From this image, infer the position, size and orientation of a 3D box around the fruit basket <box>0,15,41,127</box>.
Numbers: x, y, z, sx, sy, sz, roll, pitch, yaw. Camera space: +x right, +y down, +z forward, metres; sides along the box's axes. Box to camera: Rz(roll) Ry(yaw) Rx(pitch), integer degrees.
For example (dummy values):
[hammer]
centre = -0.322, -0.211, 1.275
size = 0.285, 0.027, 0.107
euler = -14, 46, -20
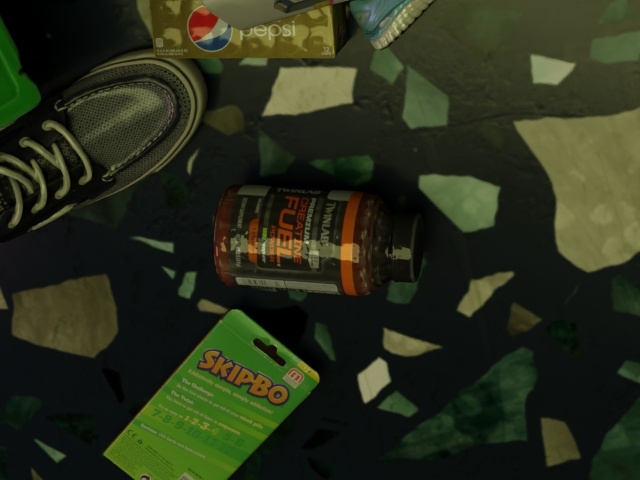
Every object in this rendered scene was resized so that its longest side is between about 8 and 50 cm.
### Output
[fruit basket]
centre = -0.488, -0.130, 1.353
size = 0.392, 0.392, 0.283
euler = -13, 118, 19

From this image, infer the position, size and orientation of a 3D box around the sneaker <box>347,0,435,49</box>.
[sneaker]
centre = 0.084, -0.249, 1.278
size = 0.073, 0.063, 0.162
euler = 44, 116, -3

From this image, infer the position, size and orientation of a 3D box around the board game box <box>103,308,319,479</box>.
[board game box]
centre = -0.118, 0.188, 1.533
size = 0.124, 0.039, 0.259
euler = 39, 119, -5

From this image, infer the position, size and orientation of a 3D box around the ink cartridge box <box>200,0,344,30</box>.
[ink cartridge box]
centre = -0.006, -0.291, 1.234
size = 0.212, 0.093, 0.154
euler = -13, 77, 18

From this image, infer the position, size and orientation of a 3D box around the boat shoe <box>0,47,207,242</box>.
[boat shoe]
centre = -0.271, -0.068, 1.393
size = 0.340, 0.158, 0.127
euler = -29, 103, 24

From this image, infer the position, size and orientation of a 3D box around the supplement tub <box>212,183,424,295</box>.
[supplement tub]
centre = 0.000, 0.000, 1.383
size = 0.198, 0.106, 0.106
euler = 3, 113, 13

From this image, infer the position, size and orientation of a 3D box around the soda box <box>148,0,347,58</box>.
[soda box]
centre = -0.068, -0.210, 1.336
size = 0.181, 0.058, 0.061
euler = 1, 113, 14
